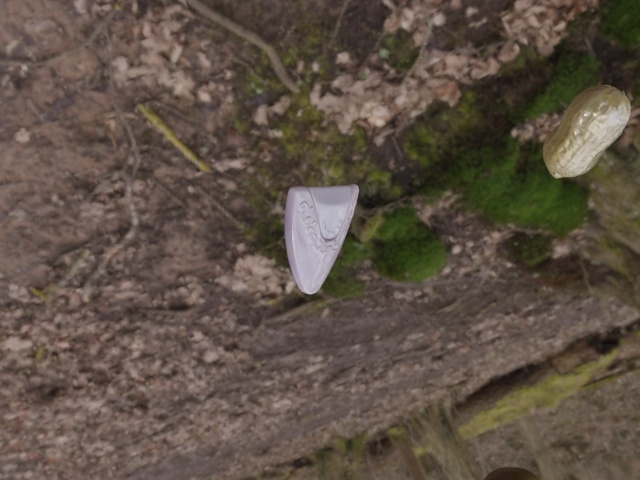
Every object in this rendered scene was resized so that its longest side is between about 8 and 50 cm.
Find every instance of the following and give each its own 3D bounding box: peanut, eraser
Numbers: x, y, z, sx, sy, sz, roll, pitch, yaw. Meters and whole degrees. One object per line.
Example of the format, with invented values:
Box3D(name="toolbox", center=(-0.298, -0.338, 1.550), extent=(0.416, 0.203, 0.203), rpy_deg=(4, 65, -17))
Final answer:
Box3D(name="peanut", center=(0.411, -0.168, 1.208), extent=(0.090, 0.099, 0.214), rpy_deg=(9, 151, -6))
Box3D(name="eraser", center=(0.001, 0.000, 1.636), extent=(0.059, 0.244, 0.204), rpy_deg=(19, -162, 39))

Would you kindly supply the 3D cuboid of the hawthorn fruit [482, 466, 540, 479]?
Box3D(name="hawthorn fruit", center=(0.526, 0.790, 2.138), extent=(0.300, 0.268, 0.268), rpy_deg=(-32, 176, -29))
